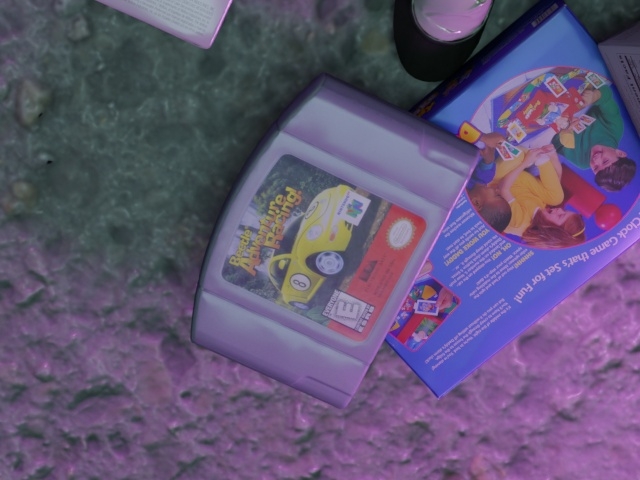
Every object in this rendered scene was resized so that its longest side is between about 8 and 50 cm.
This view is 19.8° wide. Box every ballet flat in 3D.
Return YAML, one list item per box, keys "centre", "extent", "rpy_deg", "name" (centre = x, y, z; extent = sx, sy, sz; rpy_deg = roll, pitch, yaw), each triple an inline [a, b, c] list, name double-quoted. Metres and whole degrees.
- centre: [0.134, -0.275, 1.714]
  extent: [0.095, 0.096, 0.280]
  rpy_deg: [14, 108, -7]
  name: "ballet flat"

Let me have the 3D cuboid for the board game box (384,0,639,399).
- centre: [0.172, -0.042, 1.802]
  extent: [0.347, 0.078, 0.233]
  rpy_deg: [-39, 105, 11]
  name: "board game box"

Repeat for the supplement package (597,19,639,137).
- centre: [0.430, -0.152, 1.693]
  extent: [0.262, 0.145, 0.204]
  rpy_deg: [-30, 105, -12]
  name: "supplement package"

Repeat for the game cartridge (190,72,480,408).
- centre: [0.000, 0.000, 1.744]
  extent: [0.196, 0.060, 0.294]
  rpy_deg: [25, 106, -5]
  name: "game cartridge"

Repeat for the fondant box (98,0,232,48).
- centre: [-0.142, -0.375, 1.674]
  extent: [0.238, 0.096, 0.330]
  rpy_deg: [24, 107, -9]
  name: "fondant box"
